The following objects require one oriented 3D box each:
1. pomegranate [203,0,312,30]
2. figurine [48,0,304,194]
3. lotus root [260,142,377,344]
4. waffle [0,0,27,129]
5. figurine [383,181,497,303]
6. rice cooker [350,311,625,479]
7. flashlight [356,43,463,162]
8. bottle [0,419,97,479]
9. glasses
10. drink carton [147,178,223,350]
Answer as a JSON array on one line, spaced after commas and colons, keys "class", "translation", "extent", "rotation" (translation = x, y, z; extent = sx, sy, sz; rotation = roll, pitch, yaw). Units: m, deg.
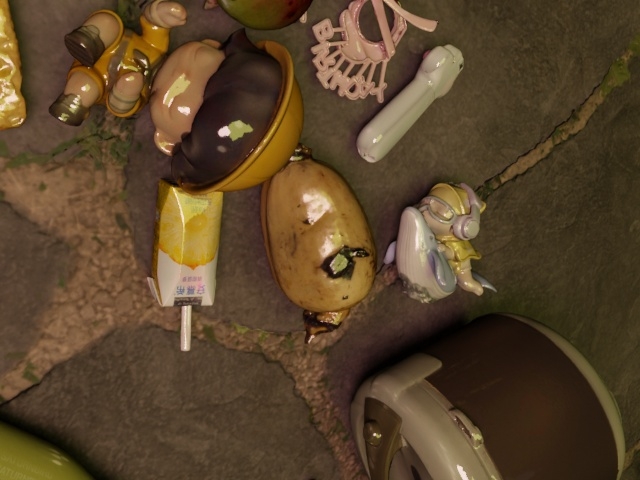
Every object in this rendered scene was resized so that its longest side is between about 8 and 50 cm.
[{"class": "pomegranate", "translation": [-0.067, -0.284, 0.712], "extent": [0.129, 0.159, 0.130], "rotation": [4, 77, -17]}, {"class": "figurine", "translation": [-0.142, -0.157, 0.711], "extent": [0.256, 0.167, 0.192], "rotation": [26, 93, -10]}, {"class": "lotus root", "translation": [0.000, 0.000, 0.837], "extent": [0.140, 0.154, 0.257], "rotation": [-20, 109, -19]}, {"class": "waffle", "translation": [-0.426, -0.175, 0.596], "extent": [0.274, 0.057, 0.168], "rotation": [-11, 109, -28]}, {"class": "figurine", "translation": [0.183, 0.010, 0.970], "extent": [0.208, 0.128, 0.184], "rotation": [37, 80, -40]}, {"class": "rice cooker", "translation": [0.219, 0.298, 0.944], "extent": [0.325, 0.335, 0.335], "rotation": [-24, 114, -24]}, {"class": "flashlight", "translation": [0.122, -0.191, 0.912], "extent": [0.200, 0.047, 0.093], "rotation": [-47, 160, -5]}, {"class": "bottle", "translation": [-0.337, 0.280, 0.735], "extent": [0.260, 0.112, 0.112], "rotation": [40, 81, -32]}, {"class": "glasses", "translation": [0.039, -0.290, 0.822], "extent": [0.162, 0.095, 0.255], "rotation": [-40, 117, -6]}, {"class": "drink carton", "translation": [-0.164, 0.029, 0.794], "extent": [0.084, 0.074, 0.200], "rotation": [1, 103, -30]}]
